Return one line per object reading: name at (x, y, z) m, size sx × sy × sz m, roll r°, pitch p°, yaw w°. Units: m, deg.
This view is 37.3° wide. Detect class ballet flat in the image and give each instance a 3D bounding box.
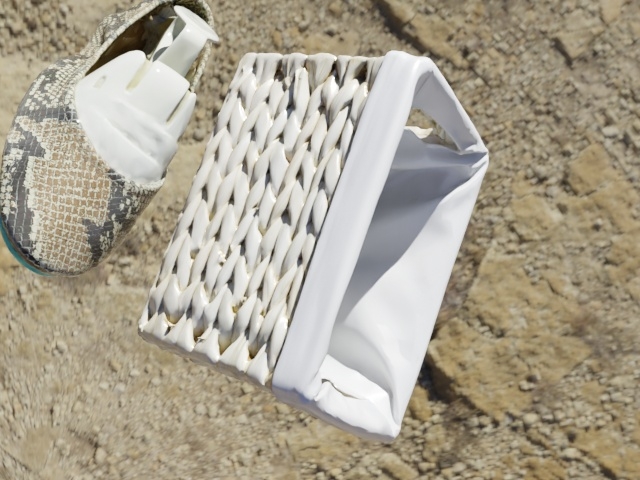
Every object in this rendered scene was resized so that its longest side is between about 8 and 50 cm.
ballet flat at (-0.198, -0.158, 1.008) m, size 0.164 × 0.182 × 0.483 m, roll 47°, pitch 25°, yaw -24°

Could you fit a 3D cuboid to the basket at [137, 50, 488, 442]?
basket at (0.000, 0.000, 0.469) m, size 0.103 × 0.113 × 0.167 m, roll 13°, pitch 76°, yaw 30°
